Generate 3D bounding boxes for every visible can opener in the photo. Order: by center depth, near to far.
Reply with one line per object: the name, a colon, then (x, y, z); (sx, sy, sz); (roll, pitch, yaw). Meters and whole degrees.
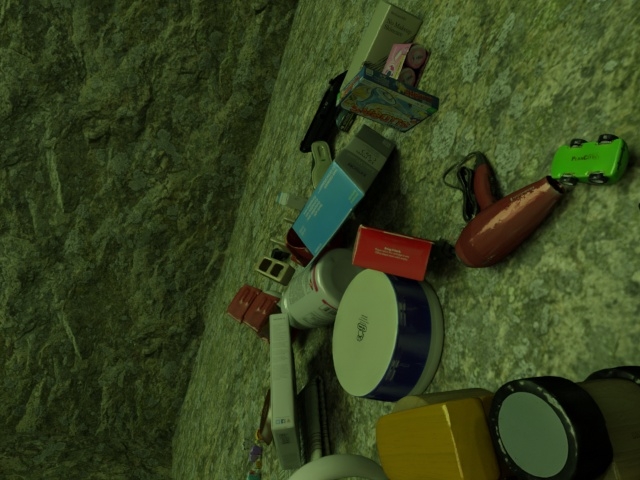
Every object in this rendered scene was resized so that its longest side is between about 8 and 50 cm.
can opener: (-0.178, 0.068, 1.809); (0.186, 0.073, 0.059); (120, 147, -56)

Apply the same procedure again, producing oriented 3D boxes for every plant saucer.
plant saucer: (-0.166, 0.563, 1.439); (0.198, 0.036, 0.198); (-165, 90, -80)

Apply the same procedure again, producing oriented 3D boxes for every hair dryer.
hair dryer: (0.273, -0.063, 0.741); (0.293, 0.080, 0.223); (-171, 94, -68)

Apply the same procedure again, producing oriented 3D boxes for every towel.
towel: (-0.059, 0.582, 1.189); (0.312, 0.056, 0.324); (-57, 29, 39)

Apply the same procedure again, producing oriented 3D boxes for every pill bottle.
pill bottle: (0.005, 0.141, 1.165); (0.283, 0.160, 0.160); (-41, 40, 55)

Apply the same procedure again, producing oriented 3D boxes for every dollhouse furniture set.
dollhouse furniture set: (-0.105, 0.138, 1.388); (0.152, 0.201, 0.374); (19, 70, 35)

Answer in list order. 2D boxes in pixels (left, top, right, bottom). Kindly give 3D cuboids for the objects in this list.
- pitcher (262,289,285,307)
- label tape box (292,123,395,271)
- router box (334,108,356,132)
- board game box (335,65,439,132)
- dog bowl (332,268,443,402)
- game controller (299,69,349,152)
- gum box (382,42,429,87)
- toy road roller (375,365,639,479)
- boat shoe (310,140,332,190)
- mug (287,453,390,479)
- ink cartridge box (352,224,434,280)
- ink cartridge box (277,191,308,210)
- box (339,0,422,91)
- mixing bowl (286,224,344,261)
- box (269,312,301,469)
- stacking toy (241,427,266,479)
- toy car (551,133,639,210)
pitcher: (-0.141, 0.240, 1.549); (0.177, 0.125, 0.207); (-53, 34, 1)
label tape box: (0.040, -0.114, 1.111); (0.249, 0.115, 0.347); (-54, 0, 42)
router box: (0.095, -0.440, 1.477); (0.092, 0.038, 0.122); (-100, 32, -46)
board game box: (0.155, -0.326, 1.034); (0.136, 0.201, 0.035); (156, 125, -64)
dog bowl: (0.128, 0.193, 0.906); (0.265, 0.104, 0.264); (-166, 90, -69)
game controller: (0.020, -0.454, 1.563); (0.319, 0.067, 0.166); (-57, 4, 43)
gum box: (0.207, -0.424, 1.158); (0.107, 0.062, 0.188); (-123, 51, -62)
toy road roller: (0.233, 0.280, 0.478); (0.329, 0.203, 0.240); (-40, 52, 54)
boat shoe: (0.007, -0.241, 1.539); (0.079, 0.084, 0.233); (98, 170, -57)
mug: (-0.004, 0.526, 0.716); (0.276, 0.328, 0.374); (29, 104, 68)
ink cartridge box: (0.132, 0.020, 0.848); (0.231, 0.134, 0.078); (-18, -60, -85)
ink cartridge box: (-0.111, -0.155, 1.736); (0.122, 0.089, 0.052); (-157, 83, -68)
box: (0.167, -0.524, 1.258); (0.094, 0.113, 0.275); (-106, 35, -51)
mixing bowl: (0.000, 0.000, 1.304); (0.181, 0.181, 0.098); (-114, 0, -58)
box: (-0.093, 0.386, 1.143); (0.322, 0.059, 0.232); (-97, 3, -48)
stacking toy: (-0.228, 0.771, 1.492); (0.167, 0.052, 0.221); (130, 146, -49)
toy car: (0.386, -0.097, 0.523); (0.225, 0.053, 0.239); (-164, 89, -69)
